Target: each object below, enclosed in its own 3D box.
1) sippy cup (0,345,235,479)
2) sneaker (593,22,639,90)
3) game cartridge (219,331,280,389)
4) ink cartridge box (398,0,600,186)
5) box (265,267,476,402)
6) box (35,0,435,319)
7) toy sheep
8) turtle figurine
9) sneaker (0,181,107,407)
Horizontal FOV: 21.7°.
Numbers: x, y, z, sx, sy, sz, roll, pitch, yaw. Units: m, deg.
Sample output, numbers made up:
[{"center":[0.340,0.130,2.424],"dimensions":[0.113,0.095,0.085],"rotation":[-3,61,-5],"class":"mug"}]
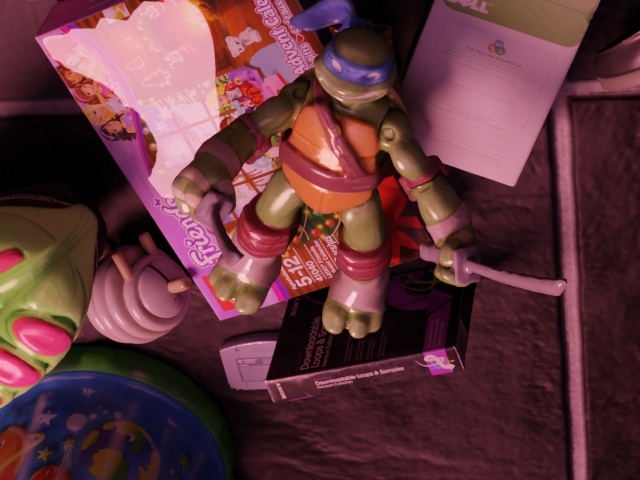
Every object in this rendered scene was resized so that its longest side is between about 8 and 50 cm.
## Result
[{"center":[-0.207,0.250,1.463],"dimensions":[0.305,0.224,0.240],"rotation":[0,127,9],"class":"sippy cup"},{"center":[0.256,-0.199,1.144],"dimensions":[0.222,0.083,0.118],"rotation":[-34,96,37],"class":"sneaker"},{"center":[-0.044,0.105,1.454],"dimensions":[0.083,0.017,0.056],"rotation":[-3,129,13],"class":"game cartridge"},{"center":[0.128,-0.149,1.200],"dimensions":[0.109,0.062,0.209],"rotation":[19,128,-3],"class":"ink cartridge box"},{"center":[0.042,0.074,1.351],"dimensions":[0.162,0.116,0.029],"rotation":[-13,122,19],"class":"box"},{"center":[-0.056,-0.085,1.285],"dimensions":[0.201,0.057,0.293],"rotation":[-18,121,22],"class":"box"},{"center":[-0.152,0.042,1.382],"dimensions":[0.091,0.091,0.132],"rotation":[46,149,-23],"class":"toy sheep"},{"center":[0.000,0.000,1.157],"dimensions":[0.197,0.275,0.266],"rotation":[-16,153,-17],"class":"turtle figurine"},{"center":[-0.360,0.097,1.381],"dimensions":[0.482,0.202,0.185],"rotation":[-24,105,24],"class":"sneaker"}]
